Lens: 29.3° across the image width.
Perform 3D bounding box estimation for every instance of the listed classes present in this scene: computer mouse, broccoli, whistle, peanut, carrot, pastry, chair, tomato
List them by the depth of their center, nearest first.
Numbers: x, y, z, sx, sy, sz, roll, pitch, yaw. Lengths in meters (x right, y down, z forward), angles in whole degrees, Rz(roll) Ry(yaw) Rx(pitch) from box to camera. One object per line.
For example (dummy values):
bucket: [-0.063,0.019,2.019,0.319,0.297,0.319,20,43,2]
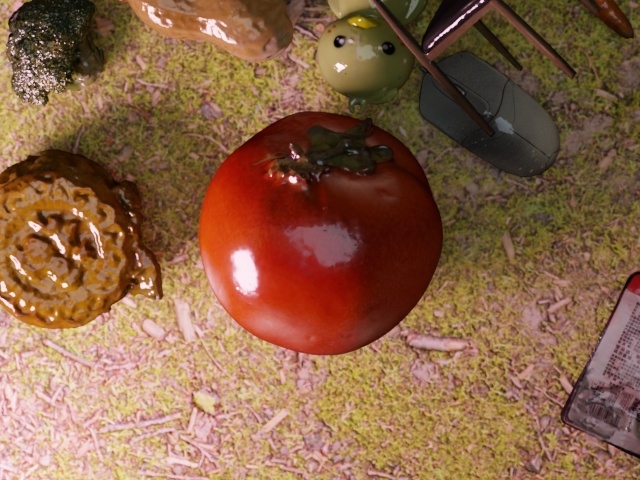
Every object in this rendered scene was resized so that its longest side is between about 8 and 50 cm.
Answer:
chair: [0.191,-0.299,1.525,0.272,0.188,0.166,40,136,-13]
tomato: [0.000,0.000,1.594,0.321,0.321,0.322,0,96,2]
whistle: [0.069,-0.314,1.626,0.141,0.141,0.294,7,96,2]
carrot: [0.338,-0.369,1.650,0.256,0.061,0.061,42,96,-10]
peanut: [-0.161,-0.317,1.654,0.263,0.101,0.117,14,72,3]
broccoli: [-0.364,-0.259,1.658,0.138,0.145,0.162,35,81,-33]
computer mouse: [0.229,-0.172,1.667,0.229,0.068,0.113,34,95,-2]
pastry: [-0.353,-0.007,1.691,0.235,0.132,0.240,-17,102,-4]

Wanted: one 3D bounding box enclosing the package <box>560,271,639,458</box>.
package: [0.455,0.180,1.716,0.154,0.030,0.239,26,97,0]
